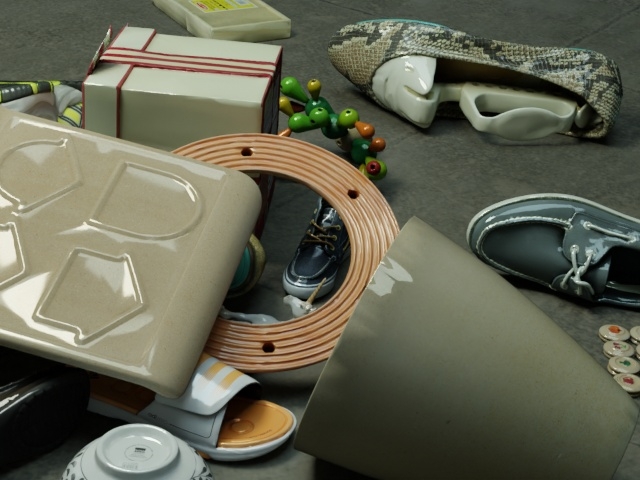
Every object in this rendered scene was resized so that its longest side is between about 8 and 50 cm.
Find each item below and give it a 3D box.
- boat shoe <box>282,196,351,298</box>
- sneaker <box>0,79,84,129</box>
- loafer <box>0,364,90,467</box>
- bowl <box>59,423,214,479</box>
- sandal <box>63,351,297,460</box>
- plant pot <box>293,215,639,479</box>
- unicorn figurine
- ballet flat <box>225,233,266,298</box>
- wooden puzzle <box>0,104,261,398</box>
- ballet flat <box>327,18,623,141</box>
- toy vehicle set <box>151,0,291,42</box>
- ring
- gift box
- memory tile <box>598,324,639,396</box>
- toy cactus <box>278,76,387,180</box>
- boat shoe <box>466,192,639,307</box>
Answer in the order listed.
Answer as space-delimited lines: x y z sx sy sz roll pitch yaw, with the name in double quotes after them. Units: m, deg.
0.000 0.000 1.661 0.065 0.083 0.183 12 29 14 "boat shoe"
-0.398 -0.150 1.843 0.145 0.147 0.385 0 8 11 "sneaker"
-0.318 0.174 1.284 0.078 0.080 0.220 25 34 32 "loafer"
-0.169 0.222 1.220 0.170 0.080 0.170 3 27 -2 "bowl"
-0.154 0.151 1.358 0.265 0.076 0.102 14 29 16 "sandal"
0.154 0.149 1.272 0.274 0.256 0.256 27 32 8 "plant pot"
-0.074 0.103 1.496 0.111 0.060 0.162 14 45 16 "unicorn figurine"
-0.234 0.002 1.606 0.349 0.123 0.123 9 28 7 "ballet flat"
-0.266 0.009 1.400 0.348 0.080 0.322 19 45 1 "wooden puzzle"
0.242 -0.244 2.113 0.483 0.164 0.182 8 48 3 "ballet flat"
-0.191 -0.433 2.501 0.166 0.035 0.267 -11 32 -28 "toy vehicle set"
-0.073 0.011 1.505 0.337 0.032 0.336 4 53 -5 "ring"
-0.190 -0.154 1.733 0.258 0.276 0.255 5 23 3 "gift box"
0.386 0.139 1.536 0.113 0.012 0.148 5 27 1 "memory tile"
0.027 -0.151 1.935 0.219 0.112 0.180 34 8 23 "toy cactus"
0.342 0.021 1.646 0.320 0.116 0.099 10 24 -1 "boat shoe"
